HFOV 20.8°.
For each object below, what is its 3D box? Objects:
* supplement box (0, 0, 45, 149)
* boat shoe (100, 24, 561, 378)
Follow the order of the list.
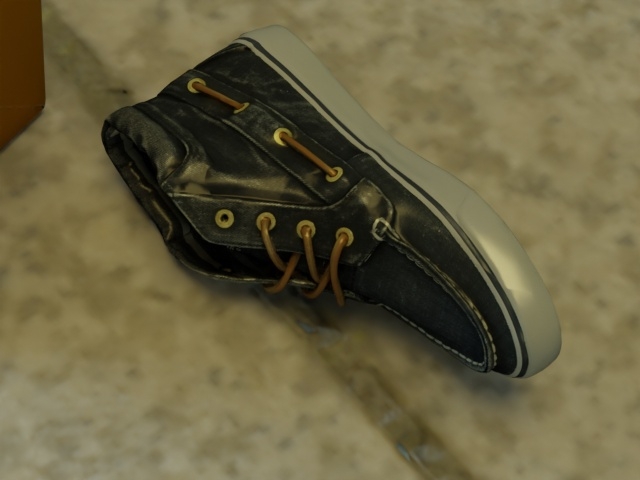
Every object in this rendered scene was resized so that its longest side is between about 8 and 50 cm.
[{"bbox_3d":[-0.213,-0.112,0.605,0.194,0.191,0.129,32,58,14],"label":"supplement box"},{"bbox_3d":[0.000,0.000,0.635,0.083,0.065,0.183,-32,58,-23],"label":"boat shoe"}]
